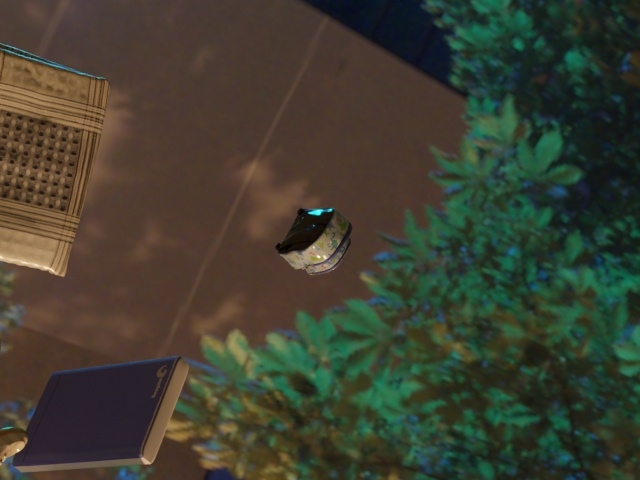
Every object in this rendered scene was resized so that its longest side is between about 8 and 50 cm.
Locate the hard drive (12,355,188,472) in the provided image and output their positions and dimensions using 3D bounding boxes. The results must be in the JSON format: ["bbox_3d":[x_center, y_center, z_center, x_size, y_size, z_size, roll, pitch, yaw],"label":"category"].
[{"bbox_3d":[-0.405,0.320,2.357,0.318,0.040,0.210,-10,-135,33],"label":"hard drive"}]

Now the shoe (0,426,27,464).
[{"bbox_3d":[-0.547,0.353,1.997,0.058,0.219,0.076,56,-44,16],"label":"shoe"}]

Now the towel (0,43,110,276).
[{"bbox_3d":[-0.478,-0.133,1.831,0.056,0.324,0.312,2,-103,64],"label":"towel"}]

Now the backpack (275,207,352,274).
[{"bbox_3d":[0.000,0.000,2.099,0.114,0.084,0.105,-11,-137,57],"label":"backpack"}]
